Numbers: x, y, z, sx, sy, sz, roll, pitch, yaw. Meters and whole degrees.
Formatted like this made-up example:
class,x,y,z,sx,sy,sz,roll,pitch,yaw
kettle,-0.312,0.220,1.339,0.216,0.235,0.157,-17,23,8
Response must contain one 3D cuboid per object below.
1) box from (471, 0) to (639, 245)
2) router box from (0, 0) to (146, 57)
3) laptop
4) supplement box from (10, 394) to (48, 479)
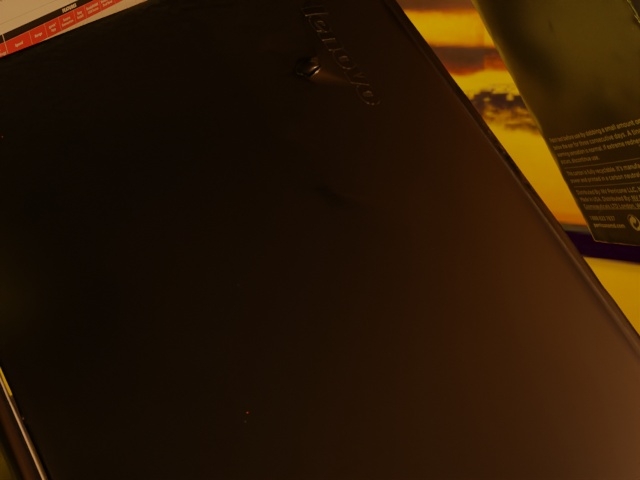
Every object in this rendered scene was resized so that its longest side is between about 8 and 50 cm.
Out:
class,x,y,z,sx,sy,sz,roll,pitch,yaw
box,0.297,-0.210,0.485,0.343,0.312,0.179,-29,-173,-6
router box,-0.244,-0.306,0.621,0.082,0.301,0.335,7,-147,17
laptop,-0.083,0.099,0.415,0.236,0.408,0.382,-12,-116,-47
supplement box,-0.190,0.232,0.534,0.073,0.239,0.130,-12,-136,-25
